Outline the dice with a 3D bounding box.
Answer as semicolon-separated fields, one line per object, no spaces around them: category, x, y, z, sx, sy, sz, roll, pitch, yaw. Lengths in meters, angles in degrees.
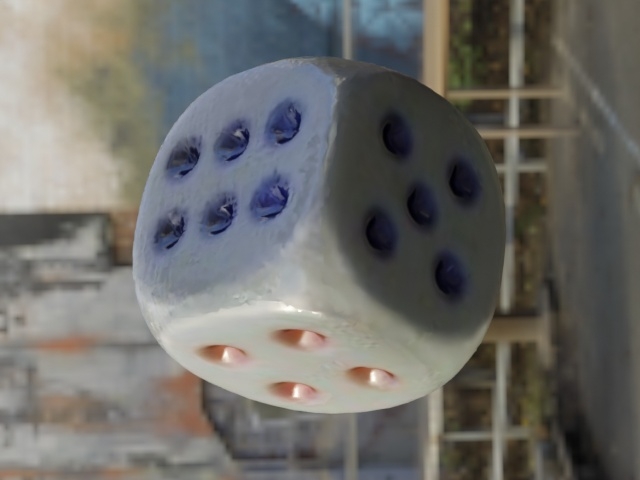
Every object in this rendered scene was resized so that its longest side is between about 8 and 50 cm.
dice;0.000;0.000;1.259;0.193;0.192;0.194;-14;58;44
